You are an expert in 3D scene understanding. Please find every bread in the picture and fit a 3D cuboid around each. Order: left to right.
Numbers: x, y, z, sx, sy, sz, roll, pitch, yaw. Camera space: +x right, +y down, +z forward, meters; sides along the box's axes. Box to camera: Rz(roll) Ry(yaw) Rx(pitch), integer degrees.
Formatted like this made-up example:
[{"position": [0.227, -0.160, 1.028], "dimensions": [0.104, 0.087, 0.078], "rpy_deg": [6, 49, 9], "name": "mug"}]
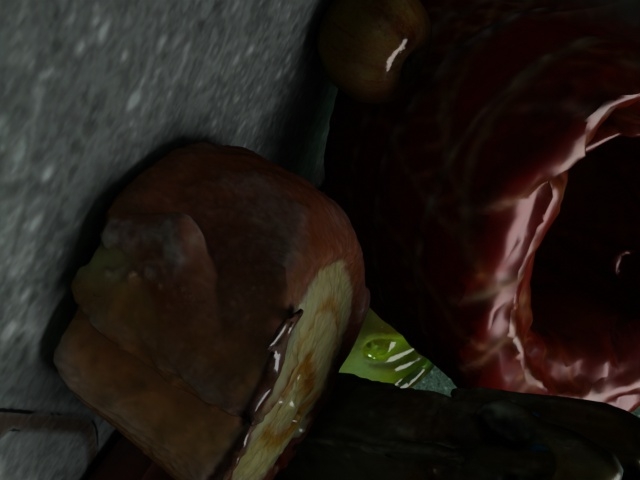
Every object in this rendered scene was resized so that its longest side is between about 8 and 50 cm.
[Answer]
[{"position": [-0.052, 0.045, 0.568], "dimensions": [0.190, 0.123, 0.244], "rpy_deg": [-62, 170, -10], "name": "bread"}, {"position": [0.070, 0.125, 1.268], "dimensions": [0.156, 0.158, 0.260], "rpy_deg": [-45, 158, -48], "name": "bread"}]

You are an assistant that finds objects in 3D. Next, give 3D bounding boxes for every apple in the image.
[{"position": [0.034, -0.134, 0.672], "dimensions": [0.084, 0.071, 0.084], "rpy_deg": [-51, 158, -30], "name": "apple"}]

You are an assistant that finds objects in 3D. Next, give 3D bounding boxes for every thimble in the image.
[{"position": [0.187, -0.034, 0.794], "dimensions": [0.350, 0.230, 0.350], "rpy_deg": [-17, 127, -23], "name": "thimble"}]

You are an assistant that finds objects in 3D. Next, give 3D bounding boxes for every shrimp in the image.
[{"position": [0.055, 0.157, 0.746], "dimensions": [0.446, 0.221, 0.109], "rpy_deg": [-6, -109, 59], "name": "shrimp"}]

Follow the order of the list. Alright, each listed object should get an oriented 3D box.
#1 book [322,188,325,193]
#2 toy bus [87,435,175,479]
[{"position": [0.000, 0.000, 0.969], "dimensions": [0.232, 0.022, 0.162], "rpy_deg": [-54, 168, -36], "name": "book"}, {"position": [0.006, 0.312, 0.703], "dimensions": [0.203, 0.427, 0.233], "rpy_deg": [-57, 165, -24], "name": "toy bus"}]
